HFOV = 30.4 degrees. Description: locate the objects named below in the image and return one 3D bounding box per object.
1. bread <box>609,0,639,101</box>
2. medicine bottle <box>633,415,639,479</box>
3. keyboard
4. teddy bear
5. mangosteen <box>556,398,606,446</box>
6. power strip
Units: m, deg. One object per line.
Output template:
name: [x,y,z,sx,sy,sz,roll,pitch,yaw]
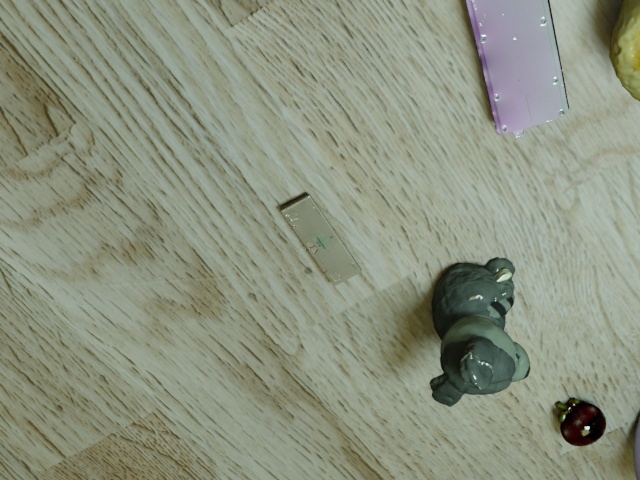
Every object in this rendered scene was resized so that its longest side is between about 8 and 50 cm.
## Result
bread: [0.502,-0.287,1.559,0.244,0.134,0.244,-2,128,-2]
medicine bottle: [0.714,0.364,1.972,0.325,0.212,0.212,13,123,-12]
keyboard: [0.000,0.000,1.790,0.055,0.017,0.166,-29,122,10]
teddy bear: [0.239,0.167,1.803,0.144,0.251,0.171,19,136,-14]
mangosteen: [0.444,0.308,1.997,0.081,0.081,0.081,-2,125,-3]
power strip: [0.266,-0.271,1.608,0.109,0.037,0.279,-15,124,6]
